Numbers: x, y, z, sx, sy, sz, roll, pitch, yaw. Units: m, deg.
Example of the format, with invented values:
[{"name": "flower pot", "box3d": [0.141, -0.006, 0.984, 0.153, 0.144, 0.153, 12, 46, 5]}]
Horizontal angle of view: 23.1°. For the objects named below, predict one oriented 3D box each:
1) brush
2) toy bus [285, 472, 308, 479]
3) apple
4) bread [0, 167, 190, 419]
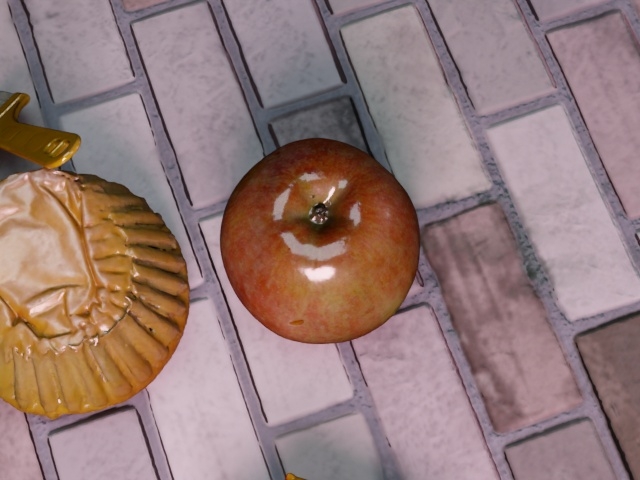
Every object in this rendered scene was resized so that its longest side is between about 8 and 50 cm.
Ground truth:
[{"name": "brush", "box3d": [-0.288, -0.096, 1.475, 0.103, 0.272, 0.013, -49, 119, -15]}, {"name": "toy bus", "box3d": [0.020, 0.297, 1.358, 0.209, 0.126, 0.136, 29, 64, 13]}, {"name": "apple", "box3d": [0.000, 0.000, 1.445, 0.188, 0.174, 0.188, 0, 71, 0]}, {"name": "bread", "box3d": [-0.236, 0.044, 1.453, 0.240, 0.139, 0.240, 0, 72, 0]}]
